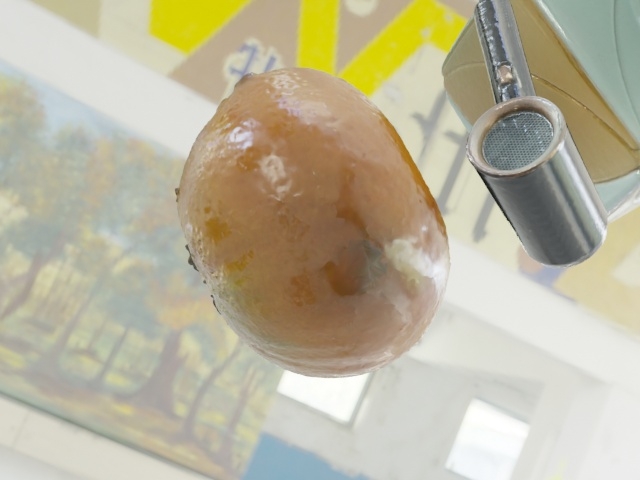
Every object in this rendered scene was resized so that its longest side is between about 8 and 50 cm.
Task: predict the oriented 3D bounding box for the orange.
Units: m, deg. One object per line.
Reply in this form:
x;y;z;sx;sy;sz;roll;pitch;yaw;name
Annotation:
0.004;0.000;1.266;0.274;0.274;0.310;19;-33;25;orange

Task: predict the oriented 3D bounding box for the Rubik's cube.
0.421;-0.240;1.741;0.347;0.352;0.352;57;-23;11;Rubik's cube

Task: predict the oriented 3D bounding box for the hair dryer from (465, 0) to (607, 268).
0.154;-0.106;0.935;0.070;0.255;0.128;-20;-44;18;hair dryer
